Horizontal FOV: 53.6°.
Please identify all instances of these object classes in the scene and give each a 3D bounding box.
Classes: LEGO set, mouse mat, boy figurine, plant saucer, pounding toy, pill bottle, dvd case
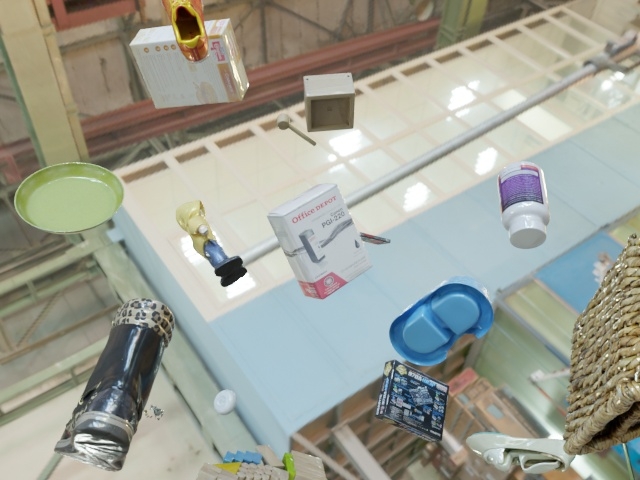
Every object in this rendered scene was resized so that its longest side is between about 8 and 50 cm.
[{"bbox_3d":[-0.498,0.516,1.908,0.023,0.054,0.083,-44,-7,8],"label":"LEGO set"},{"bbox_3d":[0.700,0.520,1.429,0.007,0.153,0.189,-13,-17,19],"label":"mouse mat"},{"bbox_3d":[-0.305,0.001,1.725,0.092,0.285,0.177,-31,-36,-11],"label":"boy figurine"},{"bbox_3d":[-0.583,-0.093,1.482,0.241,0.241,0.037,-23,-36,-30],"label":"plant saucer"},{"bbox_3d":[-0.017,-0.349,1.701,0.205,0.094,0.181,-5,-36,-3],"label":"pounding toy"},{"bbox_3d":[0.471,-0.080,1.467,0.108,0.194,0.108,5,-37,3],"label":"pill bottle"},{"bbox_3d":[0.137,-0.008,1.872,0.119,0.087,0.013,12,-98,-18],"label":"dvd case"}]

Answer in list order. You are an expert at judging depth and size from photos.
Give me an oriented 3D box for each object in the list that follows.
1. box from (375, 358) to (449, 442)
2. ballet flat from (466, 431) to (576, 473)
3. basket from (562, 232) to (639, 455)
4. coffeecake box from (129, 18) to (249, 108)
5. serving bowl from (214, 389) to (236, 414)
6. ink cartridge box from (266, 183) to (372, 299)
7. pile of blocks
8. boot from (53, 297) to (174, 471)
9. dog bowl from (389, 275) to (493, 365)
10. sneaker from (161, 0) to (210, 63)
[{"bbox_3d":[0.275,0.476,1.874,0.220,0.175,0.051,28,-33,-21],"label":"box"},{"bbox_3d":[0.444,0.485,1.430,0.248,0.086,0.086,-10,-15,32],"label":"ballet flat"},{"bbox_3d":[0.457,0.170,0.817,0.299,0.213,0.223,83,-157,-57],"label":"basket"},{"bbox_3d":[-0.250,-0.340,1.228,0.185,0.068,0.142,-2,-46,13],"label":"coffeecake box"},{"bbox_3d":[-0.318,0.531,2.084,0.083,0.083,0.027,-44,-37,0],"label":"serving bowl"},{"bbox_3d":[0.000,0.000,1.428,0.158,0.092,0.218,-32,-75,-24],"label":"ink cartridge box"},{"bbox_3d":[-0.150,0.575,1.498,0.362,0.149,0.113,15,-78,-36],"label":"pile of blocks"},{"bbox_3d":[-0.412,0.297,1.277,0.138,0.284,0.377,22,-33,-13],"label":"boot"},{"bbox_3d":[0.311,0.201,1.623,0.297,0.166,0.074,-42,5,33],"label":"dog bowl"},{"bbox_3d":[-0.210,-0.360,0.984,0.064,0.175,0.067,-21,-21,-7],"label":"sneaker"}]
